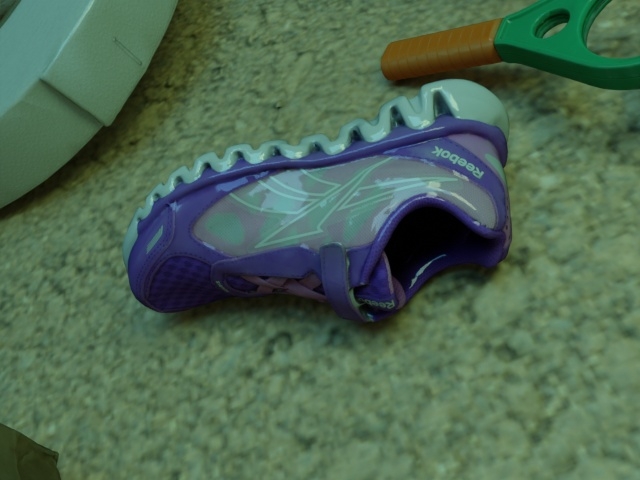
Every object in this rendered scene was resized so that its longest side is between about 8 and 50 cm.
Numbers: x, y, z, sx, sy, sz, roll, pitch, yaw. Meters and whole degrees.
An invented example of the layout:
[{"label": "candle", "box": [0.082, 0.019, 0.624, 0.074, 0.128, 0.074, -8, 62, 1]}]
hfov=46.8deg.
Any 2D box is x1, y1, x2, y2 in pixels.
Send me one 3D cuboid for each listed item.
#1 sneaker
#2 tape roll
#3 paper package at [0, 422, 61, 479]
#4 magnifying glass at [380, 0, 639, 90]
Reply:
[{"label": "sneaker", "box": [0.000, 0.000, 0.406, 0.236, 0.095, 0.105, -19, 56, 10]}, {"label": "tape roll", "box": [-0.289, -0.199, 0.656, 0.392, 0.072, 0.392, -15, 59, 26]}, {"label": "paper package", "box": [-0.252, 0.262, 0.267, 0.309, 0.168, 0.325, -29, 48, 5]}, {"label": "magnifying glass", "box": [0.132, -0.123, 0.442, 0.231, 0.026, 0.092, 3, 61, 44]}]
